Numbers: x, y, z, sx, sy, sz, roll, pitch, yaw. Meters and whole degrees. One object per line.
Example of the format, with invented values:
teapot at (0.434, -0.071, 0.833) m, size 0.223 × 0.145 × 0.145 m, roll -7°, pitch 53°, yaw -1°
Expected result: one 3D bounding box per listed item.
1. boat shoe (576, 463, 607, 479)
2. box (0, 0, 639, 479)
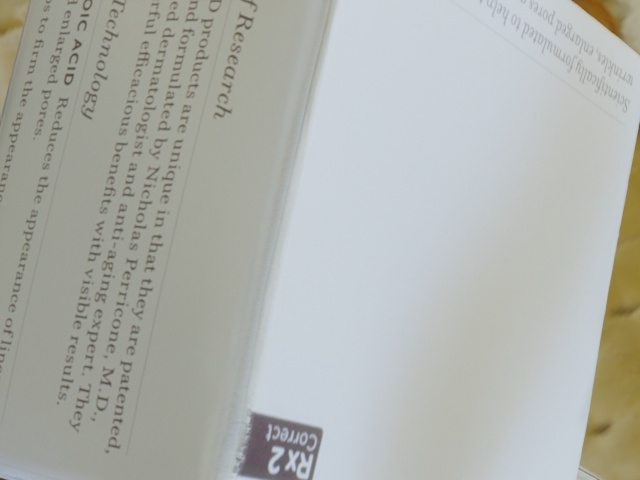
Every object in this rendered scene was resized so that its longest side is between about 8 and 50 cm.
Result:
boat shoe at (0.035, 0.141, 0.622) m, size 0.367 × 0.136 × 0.156 m, roll 24°, pitch 11°, yaw 37°
box at (0.000, 0.000, 0.458) m, size 0.181 × 0.119 × 0.182 m, roll 23°, pitch 77°, yaw -51°
